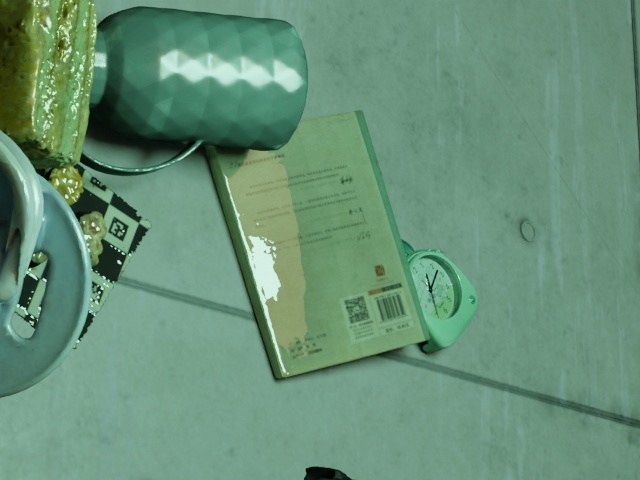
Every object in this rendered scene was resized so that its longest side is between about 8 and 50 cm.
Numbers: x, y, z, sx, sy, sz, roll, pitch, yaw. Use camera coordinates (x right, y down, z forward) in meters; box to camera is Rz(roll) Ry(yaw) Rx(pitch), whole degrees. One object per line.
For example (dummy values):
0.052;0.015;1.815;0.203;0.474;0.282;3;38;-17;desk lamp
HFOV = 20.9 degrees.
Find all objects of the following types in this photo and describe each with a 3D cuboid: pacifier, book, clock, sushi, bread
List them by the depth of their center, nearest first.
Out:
-0.331;0.005;1.579;0.233;0.300;0.244;-6;113;-80;pacifier
-0.299;-0.168;1.681;0.102;0.138;0.196;36;58;-64;bread
-0.275;-0.021;1.745;0.210;0.040;0.192;42;51;-20;sushi
0.000;0.000;1.956;0.215;0.025;0.282;-11;81;-31;book
0.123;0.057;2.053;0.135;0.041;0.101;52;49;-11;clock

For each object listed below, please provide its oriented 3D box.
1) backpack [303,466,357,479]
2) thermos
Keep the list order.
0.012;0.322;1.724;0.258;0.133;0.206;35;40;-65;backpack
-0.165;-0.158;1.825;0.287;0.145;0.182;1;83;-26;thermos
